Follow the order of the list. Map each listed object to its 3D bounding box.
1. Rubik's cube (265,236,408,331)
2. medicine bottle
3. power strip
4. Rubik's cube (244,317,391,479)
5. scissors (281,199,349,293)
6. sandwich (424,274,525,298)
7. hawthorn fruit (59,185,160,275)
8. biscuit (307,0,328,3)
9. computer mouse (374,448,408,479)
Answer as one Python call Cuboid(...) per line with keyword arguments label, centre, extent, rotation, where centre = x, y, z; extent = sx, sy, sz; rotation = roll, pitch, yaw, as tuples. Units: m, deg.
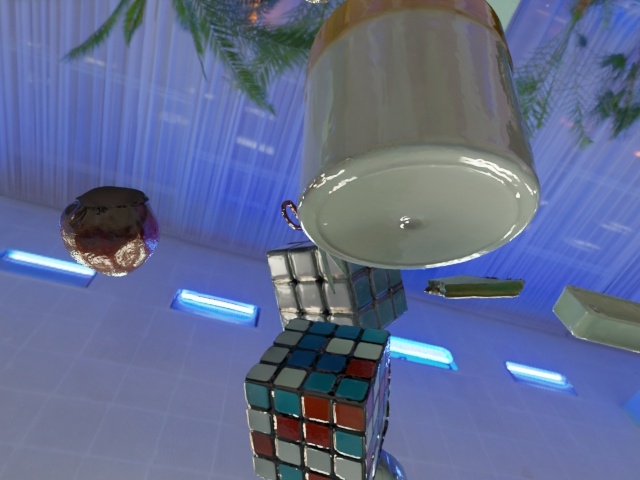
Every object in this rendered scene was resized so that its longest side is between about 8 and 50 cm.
Cuboid(label="Rubik's cube", centre=(0.057, 0.131, 1.275), extent=(0.304, 0.304, 0.301), rotation=(-8, -171, 39))
Cuboid(label="medicine bottle", centre=(0.097, -0.114, 0.458), extent=(0.238, 0.238, 0.231), rotation=(12, -118, -16))
Cuboid(label="power strip", centre=(0.604, 0.163, 0.716), extent=(0.386, 0.062, 0.091), rotation=(14, -153, -7))
Cuboid(label="Rubik's cube", centre=(0.007, 0.212, 0.535), extent=(0.151, 0.154, 0.154), rotation=(4, -160, 20))
Cuboid(label="scissors", centre=(0.000, 0.000, 0.946), extent=(0.017, 0.247, 0.144), rotation=(-14, -162, 39))
Cuboid(label="sandwich", centre=(0.486, 0.157, 1.321), extent=(0.212, 0.063, 0.245), rotation=(-5, 180, -30))
Cuboid(label="hawthorn fruit", centre=(-0.514, -0.013, 1.017), extent=(0.216, 0.249, 0.215), rotation=(3, -122, -4))
Cuboid(label="biscuit", centre=(-0.011, -0.703, 1.002), extent=(0.091, 0.213, 0.274), rotation=(45, -161, 8))
Cuboid(label="computer mouse", centre=(0.105, 0.423, 0.713), extent=(0.229, 0.068, 0.113), rotation=(35, -148, -23))
